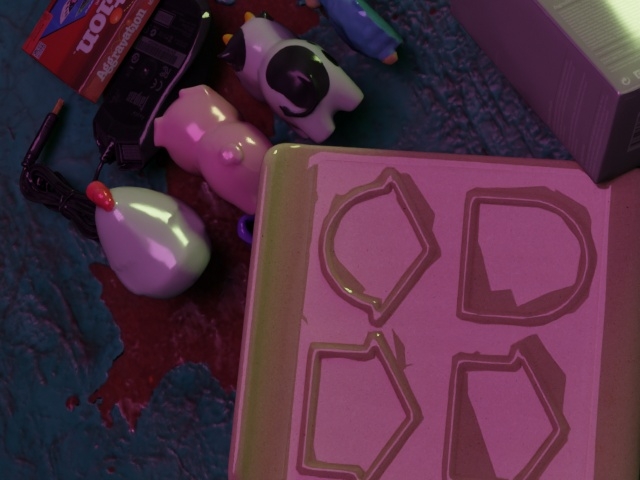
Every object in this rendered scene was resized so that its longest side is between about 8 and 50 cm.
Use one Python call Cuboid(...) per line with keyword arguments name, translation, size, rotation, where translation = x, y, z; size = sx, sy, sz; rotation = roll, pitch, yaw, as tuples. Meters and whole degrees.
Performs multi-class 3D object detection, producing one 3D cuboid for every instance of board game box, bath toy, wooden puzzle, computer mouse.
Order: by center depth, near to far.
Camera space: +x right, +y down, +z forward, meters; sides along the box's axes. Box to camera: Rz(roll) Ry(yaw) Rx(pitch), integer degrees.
Cuboid(name="wooden puzzle", translation=(0.109, 0.086, 1.645), size=(0.348, 0.080, 0.322), rotation=(5, 80, 5))
Cuboid(name="bath toy", translation=(-0.086, -0.105, 1.751), size=(0.348, 0.129, 0.151), rotation=(-49, 21, -5))
Cuboid(name="computer mouse", translation=(-0.195, -0.128, 1.874), size=(0.184, 0.060, 0.262), rotation=(20, 84, 44))
Cuboid(name="board game box", translation=(-0.188, -0.283, 1.884), size=(0.281, 0.027, 0.145), rotation=(-57, 40, 3))

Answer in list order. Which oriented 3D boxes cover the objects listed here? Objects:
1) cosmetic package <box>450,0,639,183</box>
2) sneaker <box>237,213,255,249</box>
Cuboid(name="cosmetic package", translation=(0.216, -0.181, 1.629), size=(0.107, 0.127, 0.238), rotation=(-23, 60, -17))
Cuboid(name="sneaker", translation=(0.000, 0.000, 1.742), size=(0.170, 0.071, 0.068), rotation=(0, 79, 24))
